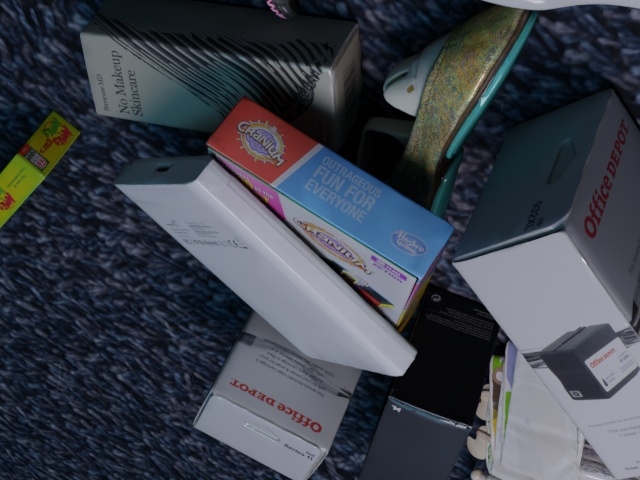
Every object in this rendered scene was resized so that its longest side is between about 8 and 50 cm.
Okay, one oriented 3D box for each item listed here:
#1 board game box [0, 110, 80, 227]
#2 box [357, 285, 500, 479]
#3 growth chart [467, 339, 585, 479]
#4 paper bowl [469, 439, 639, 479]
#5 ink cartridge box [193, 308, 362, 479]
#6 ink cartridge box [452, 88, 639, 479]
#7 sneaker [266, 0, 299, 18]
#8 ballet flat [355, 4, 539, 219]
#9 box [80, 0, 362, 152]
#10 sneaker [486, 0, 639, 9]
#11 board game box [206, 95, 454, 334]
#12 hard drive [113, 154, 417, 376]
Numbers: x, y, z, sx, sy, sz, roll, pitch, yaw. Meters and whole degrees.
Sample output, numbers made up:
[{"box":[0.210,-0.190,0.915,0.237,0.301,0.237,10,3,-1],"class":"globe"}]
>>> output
[{"box":[-0.366,-0.071,1.494,0.043,0.092,0.181,39,134,-13],"class":"board game box"},{"box":[0.118,0.214,1.461,0.103,0.184,0.261,22,135,7],"class":"box"},{"box":[0.244,0.199,1.411,0.172,0.021,0.237,27,115,43],"class":"growth chart"},{"box":[0.314,0.359,1.528,0.284,0.148,0.284,12,134,13],"class":"paper bowl"},{"box":[-0.038,0.160,1.466,0.153,0.208,0.087,29,135,-1],"class":"ink cartridge box"},{"box":[0.285,0.044,1.207,0.129,0.223,0.307,-20,119,39],"class":"ink cartridge box"},{"box":[-0.030,-0.270,1.204,0.057,0.047,0.119,-4,129,13],"class":"sneaker"},{"box":[0.103,-0.113,1.231,0.123,0.123,0.348,24,137,4],"class":"ballet flat"},{"box":[-0.099,-0.176,1.278,0.275,0.094,0.113,9,133,17],"class":"box"},{"box":[0.231,-0.267,1.067,0.217,0.079,0.121,4,128,11],"class":"sneaker"},{"box":[0.000,0.000,1.291,0.242,0.064,0.316,33,162,7],"class":"board game box"},{"box":[-0.059,0.027,1.292,0.307,0.040,0.203,43,161,-25],"class":"hard drive"}]
